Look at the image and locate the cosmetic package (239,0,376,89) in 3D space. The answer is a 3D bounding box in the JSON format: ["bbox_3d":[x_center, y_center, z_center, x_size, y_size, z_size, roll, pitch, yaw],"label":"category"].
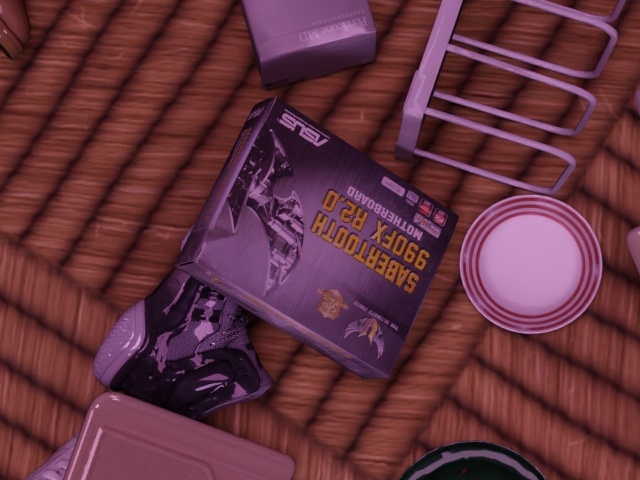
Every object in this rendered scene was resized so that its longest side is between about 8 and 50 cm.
[{"bbox_3d":[-0.031,-0.286,1.713,0.127,0.107,0.238,-17,76,-3],"label":"cosmetic package"}]

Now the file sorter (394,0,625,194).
[{"bbox_3d":[0.197,-0.202,1.639,0.173,0.193,0.277,19,81,4],"label":"file sorter"}]

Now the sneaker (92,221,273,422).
[{"bbox_3d":[-0.088,0.071,1.652,0.153,0.101,0.268,40,90,9],"label":"sneaker"}]

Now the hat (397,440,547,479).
[{"bbox_3d":[0.127,0.275,1.553,0.208,0.183,0.173,-44,78,-5],"label":"hat"}]

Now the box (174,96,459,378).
[{"bbox_3d":[0.000,0.000,1.613,0.231,0.056,0.183,33,70,-20],"label":"box"}]

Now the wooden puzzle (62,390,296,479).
[{"bbox_3d":[-0.156,0.285,1.605,0.221,0.044,0.238,23,83,-23],"label":"wooden puzzle"}]

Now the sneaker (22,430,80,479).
[{"bbox_3d":[-0.252,0.253,1.623,0.229,0.092,0.087,-44,80,-1],"label":"sneaker"}]

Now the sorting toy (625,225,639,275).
[{"bbox_3d":[0.416,0.025,1.608,0.208,0.038,0.193,-27,115,0],"label":"sorting toy"}]

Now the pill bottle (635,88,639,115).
[{"bbox_3d":[0.450,-0.166,1.634,0.272,0.152,0.152,-30,79,-3],"label":"pill bottle"}]

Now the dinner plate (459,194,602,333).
[{"bbox_3d":[0.209,0.024,1.682,0.141,0.017,0.141,0,79,2],"label":"dinner plate"}]

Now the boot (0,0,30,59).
[{"bbox_3d":[-0.277,-0.350,1.748,0.270,0.089,0.236,-33,79,-4],"label":"boot"}]
